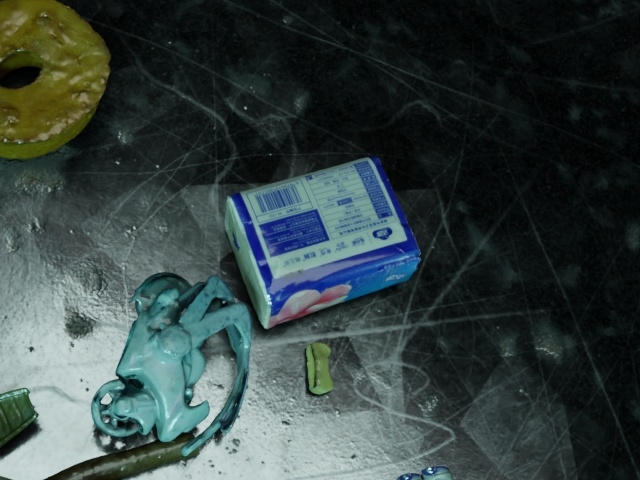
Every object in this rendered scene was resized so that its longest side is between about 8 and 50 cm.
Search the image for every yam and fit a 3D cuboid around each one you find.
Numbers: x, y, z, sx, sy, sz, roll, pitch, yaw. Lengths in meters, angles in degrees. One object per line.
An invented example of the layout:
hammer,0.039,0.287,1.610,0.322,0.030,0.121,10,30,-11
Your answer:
yam,-0.330,0.334,1.202,0.327,0.045,0.045,-14,38,-20

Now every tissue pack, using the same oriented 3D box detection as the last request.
tissue pack,0.000,0.000,1.386,0.270,0.137,0.209,-18,73,-17

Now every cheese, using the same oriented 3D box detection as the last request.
cheese,0.001,0.200,1.353,0.044,0.030,0.083,14,57,-31

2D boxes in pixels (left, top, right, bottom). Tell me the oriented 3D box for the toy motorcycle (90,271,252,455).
toy motorcycle,-0.203,0.179,1.249,0.206,0.154,0.260,24,62,-17

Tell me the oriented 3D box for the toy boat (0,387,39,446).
toy boat,-0.529,0.289,1.164,0.293,0.055,0.093,-23,74,-22

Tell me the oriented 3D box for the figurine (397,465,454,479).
figurine,0.168,0.474,1.233,0.194,0.133,0.274,-39,53,6

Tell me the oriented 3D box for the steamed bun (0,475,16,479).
steamed bun,-0.438,0.456,0.993,0.374,0.241,0.374,3,73,-9

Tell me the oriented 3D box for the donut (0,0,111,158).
donut,-0.481,-0.254,1.384,0.278,0.108,0.277,5,66,-12
